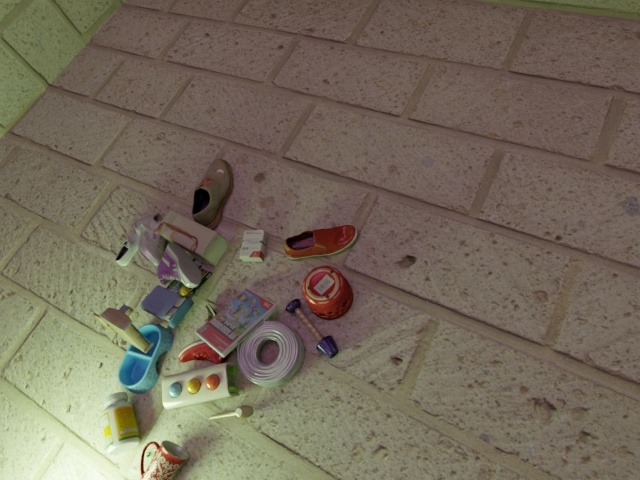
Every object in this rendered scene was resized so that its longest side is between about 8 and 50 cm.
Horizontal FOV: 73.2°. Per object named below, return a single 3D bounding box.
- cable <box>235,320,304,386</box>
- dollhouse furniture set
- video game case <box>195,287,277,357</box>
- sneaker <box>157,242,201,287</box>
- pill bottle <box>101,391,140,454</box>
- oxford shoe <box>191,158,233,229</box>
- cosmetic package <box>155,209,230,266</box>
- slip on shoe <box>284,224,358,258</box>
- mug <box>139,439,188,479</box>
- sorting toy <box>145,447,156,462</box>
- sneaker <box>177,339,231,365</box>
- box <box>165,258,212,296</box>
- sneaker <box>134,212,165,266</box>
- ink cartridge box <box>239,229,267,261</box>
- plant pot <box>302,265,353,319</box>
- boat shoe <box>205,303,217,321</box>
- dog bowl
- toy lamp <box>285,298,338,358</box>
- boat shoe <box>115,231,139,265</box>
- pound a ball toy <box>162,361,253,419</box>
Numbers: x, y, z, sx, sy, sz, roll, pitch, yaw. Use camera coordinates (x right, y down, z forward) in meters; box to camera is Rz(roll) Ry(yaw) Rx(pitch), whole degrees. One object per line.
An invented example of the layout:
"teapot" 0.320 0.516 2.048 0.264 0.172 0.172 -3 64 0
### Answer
"cable" -0.198 0.437 1.689 0.257 0.089 0.257 -35 60 -5
"dollhouse furniture set" -0.738 0.253 1.789 0.287 0.198 0.303 21 56 24
"video game case" -0.339 0.323 1.743 0.204 0.025 0.285 22 52 42
"sneaker" -0.612 0.150 1.848 0.161 0.102 0.282 -56 47 10
"pill bottle" -0.784 0.708 1.682 0.118 0.117 0.208 -28 61 -1
"oxford shoe" -0.526 -0.251 2.090 0.141 0.146 0.396 -3 63 14
"cosmetic package" -0.586 -0.011 1.983 0.296 0.153 0.129 23 73 25
"slip on shoe" 0.000 0.000 1.858 0.332 0.101 0.122 -13 59 6
"mug" -0.593 0.834 1.583 0.150 0.113 0.169 22 75 38
"sorting toy" -0.631 0.826 1.643 0.084 0.012 0.061 -9 62 9
"sneaker" -0.463 0.468 1.743 0.221 0.087 0.128 -28 59 0
"box" -0.600 0.192 1.946 0.114 0.036 0.207 34 76 27
"sneaker" -0.788 -0.012 2.052 0.152 0.114 0.305 -30 60 0
"ink cartridge box" -0.300 0.025 1.945 0.099 0.056 0.135 1 64 14
"plant pot" 0.023 0.200 1.710 0.191 0.174 0.191 -7 60 12
"boat shoe" -0.455 0.335 1.825 0.049 0.056 0.152 -34 61 -10
"dog bowl" -0.739 0.487 1.810 0.166 0.074 0.297 10 67 18
"toy lamp" -0.032 0.348 1.700 0.080 0.080 0.275 -41 62 -8
"boat shoe" -0.936 0.033 2.097 0.066 0.063 0.184 19 70 22
"pound a ball toy" -0.432 0.587 1.632 0.320 0.136 0.208 -15 68 12
